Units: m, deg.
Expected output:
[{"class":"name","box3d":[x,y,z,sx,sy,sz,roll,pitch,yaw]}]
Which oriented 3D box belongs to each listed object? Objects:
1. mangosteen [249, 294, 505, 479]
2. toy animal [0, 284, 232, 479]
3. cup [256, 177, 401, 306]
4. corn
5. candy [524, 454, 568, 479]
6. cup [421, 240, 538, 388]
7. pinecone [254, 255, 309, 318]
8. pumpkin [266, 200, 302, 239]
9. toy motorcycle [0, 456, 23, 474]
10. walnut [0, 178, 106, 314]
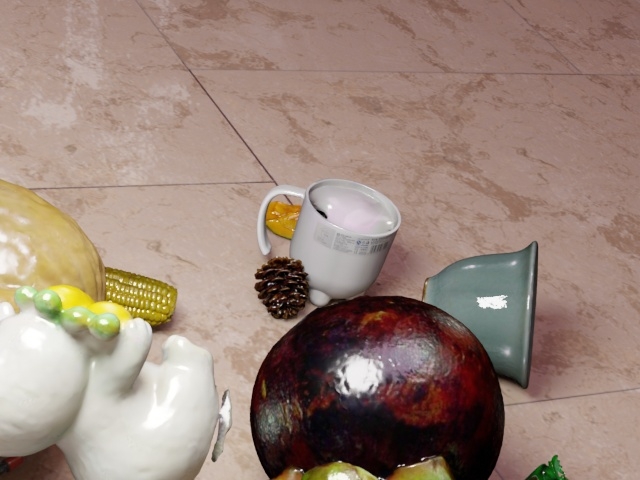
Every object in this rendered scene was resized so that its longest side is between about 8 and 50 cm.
[{"class":"mangosteen","box3d":[0.063,0.206,1.805,0.311,0.311,0.311,14,32,-9]},{"class":"toy animal","box3d":[-0.258,0.160,1.541,0.310,0.247,0.183,15,8,-30]},{"class":"cup","box3d":[0.006,0.008,2.211,0.173,0.142,0.134,6,35,-22]},{"class":"corn","box3d":[-0.292,0.067,2.019,0.231,0.080,0.080,12,32,-17]},{"class":"candy","box3d":[0.202,0.326,1.897,0.203,0.078,0.141,-4,25,-10]},{"class":"cup","box3d":[0.212,0.095,2.185,0.150,0.199,0.199,4,30,9]},{"class":"pinecone","box3d":[-0.051,0.063,2.163,0.077,0.077,0.083,10,43,-15]},{"class":"pumpkin","box3d":[-0.035,-0.028,2.348,0.101,0.035,0.073,19,34,-5]},{"class":"toy motorcycle","box3d":[-0.305,0.324,1.576,0.272,0.124,0.182,36,43,26]},{"class":"walnut","box3d":[-0.381,0.082,1.729,0.332,0.333,0.333,14,32,-9]}]
